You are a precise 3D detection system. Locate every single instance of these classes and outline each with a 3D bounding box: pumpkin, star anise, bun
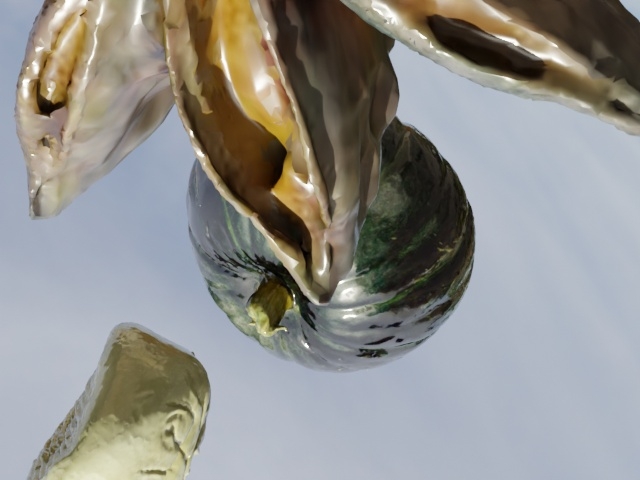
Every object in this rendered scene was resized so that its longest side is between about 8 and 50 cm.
[{"bbox_3d":[0.000,0.000,0.979,0.250,0.250,0.216,48,-133,-10],"label":"pumpkin"},{"bbox_3d":[-0.026,-0.134,0.374,0.331,0.332,0.117,47,-145,-11],"label":"star anise"},{"bbox_3d":[-0.184,0.196,1.163,0.145,0.229,0.229,33,-147,-14],"label":"bun"}]
